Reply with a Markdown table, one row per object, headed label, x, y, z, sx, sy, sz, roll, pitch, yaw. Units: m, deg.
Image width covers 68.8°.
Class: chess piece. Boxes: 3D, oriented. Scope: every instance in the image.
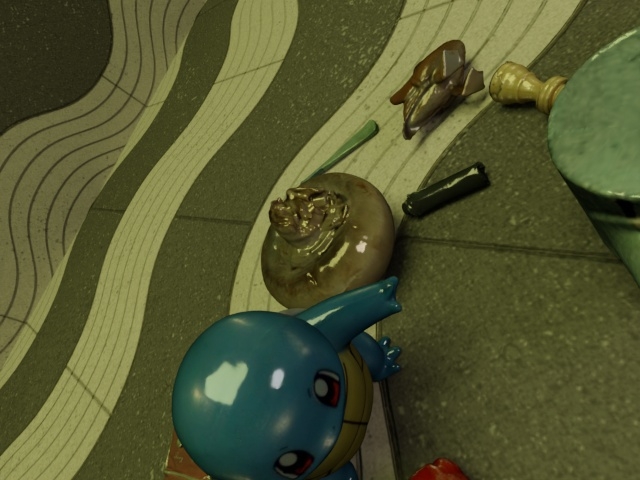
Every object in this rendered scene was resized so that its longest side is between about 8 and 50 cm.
| label | x | y | z | sx | sy | sz | roll | pitch | yaw |
| --- | --- | --- | --- | --- | --- | --- | --- | --- | --- |
| chess piece | 0.304 | -0.190 | 0.611 | 0.060 | 0.060 | 0.172 | -52 | 41 | 6 |

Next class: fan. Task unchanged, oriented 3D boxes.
| label | x | y | z | sx | sy | sz | roll | pitch | yaw |
| --- | --- | --- | --- | --- | --- | --- | --- | --- | --- |
| fan | 0.033 | -0.163 | 0.904 | 0.193 | 0.016 | 0.038 | -37 | 39 | 21 |

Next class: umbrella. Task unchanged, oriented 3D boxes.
| label | x | y | z | sx | sy | sz | roll | pitch | yaw |
| --- | --- | --- | --- | --- | --- | --- | --- | --- | --- |
| umbrella | 0.178 | -0.070 | 0.675 | 0.133 | 0.031 | 0.036 | -26 | 46 | 34 |

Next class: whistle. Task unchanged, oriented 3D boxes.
| label | x | y | z | sx | sy | sz | roll | pitch | yaw |
| --- | --- | --- | --- | --- | --- | --- | --- | --- | --- |
| whistle | 0.371 | -0.133 | 0.407 | 0.405 | 0.168 | 0.188 | -51 | 38 | 6 |

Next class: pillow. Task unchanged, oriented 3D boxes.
| label | x | y | z | sx | sy | sz | roll | pitch | yaw |
| --- | --- | --- | --- | --- | --- | --- | --- | --- | --- |
| pillow | -0.215 | 0.384 | 0.760 | 0.126 | 0.043 | 0.233 | -16 | 54 | 38 |

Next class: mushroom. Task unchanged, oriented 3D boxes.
| label | x | y | z | sx | sy | sz | roll | pitch | yaw |
| --- | --- | --- | --- | --- | --- | --- | --- | --- | --- |
| mushroom | 0.000 | 0.000 | 0.696 | 0.226 | 0.178 | 0.226 | -16 | 60 | 30 |

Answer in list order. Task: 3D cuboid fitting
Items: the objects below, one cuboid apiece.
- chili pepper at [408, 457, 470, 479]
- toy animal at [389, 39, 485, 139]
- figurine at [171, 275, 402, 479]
| label | x | y | z | sx | sy | sz | roll | pitch | yaw |
| --- | --- | --- | --- | --- | --- | --- | --- | --- | --- |
| chili pepper | 0.143 | 0.264 | 0.450 | 0.123 | 0.073 | 0.070 | 15 | 109 | 53 |
| toy animal | 0.173 | -0.248 | 0.773 | 0.188 | 0.089 | 0.179 | -55 | 21 | 2 |
| figurine | -0.015 | 0.172 | 0.536 | 0.298 | 0.243 | 0.416 | -61 | -1 | -13 |
